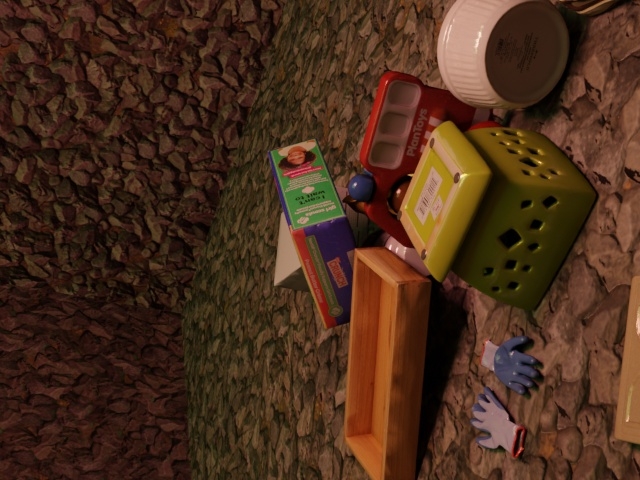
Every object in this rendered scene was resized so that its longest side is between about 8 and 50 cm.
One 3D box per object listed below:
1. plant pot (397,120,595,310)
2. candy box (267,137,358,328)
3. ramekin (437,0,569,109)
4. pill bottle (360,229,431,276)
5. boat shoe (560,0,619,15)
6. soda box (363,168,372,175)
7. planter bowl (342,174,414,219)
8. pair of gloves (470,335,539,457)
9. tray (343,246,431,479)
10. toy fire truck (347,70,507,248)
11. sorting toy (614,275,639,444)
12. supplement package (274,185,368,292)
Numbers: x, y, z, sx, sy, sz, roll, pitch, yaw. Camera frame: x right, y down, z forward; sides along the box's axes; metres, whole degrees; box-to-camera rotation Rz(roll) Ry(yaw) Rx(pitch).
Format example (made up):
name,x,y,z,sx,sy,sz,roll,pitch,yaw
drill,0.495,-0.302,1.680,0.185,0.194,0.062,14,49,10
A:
name,x,y,z,sx,sy,sz,roll,pitch,yaw
plant pot,0.258,-0.052,1.409,0.227,0.207,0.228,-111,36,-57
candy box,-0.001,-0.018,1.854,0.317,0.122,0.268,-111,3,-54
ramekin,0.304,-0.309,1.445,0.109,0.207,0.207,38,115,59
pill bottle,0.162,0.030,1.783,0.193,0.108,0.108,180,101,-71
boat shoe,0.429,-0.399,1.292,0.257,0.095,0.095,150,129,-65
soda box,0.169,-0.231,1.943,0.210,0.071,0.067,-70,23,7
planter bowl,0.160,-0.082,1.813,0.090,0.217,0.217,67,164,-10
pair of gloves,0.292,0.242,1.419,0.159,0.023,0.198,-156,77,-69
tray,0.122,0.238,1.677,0.203,0.076,0.411,-138,49,-64
toy fire truck,0.182,-0.133,1.590,0.169,0.253,0.302,-120,43,-63
sorting toy,0.441,0.098,1.063,0.229,0.041,0.307,163,117,-74
supplement package,0.000,0.000,2.210,0.262,0.145,0.204,144,134,-62
